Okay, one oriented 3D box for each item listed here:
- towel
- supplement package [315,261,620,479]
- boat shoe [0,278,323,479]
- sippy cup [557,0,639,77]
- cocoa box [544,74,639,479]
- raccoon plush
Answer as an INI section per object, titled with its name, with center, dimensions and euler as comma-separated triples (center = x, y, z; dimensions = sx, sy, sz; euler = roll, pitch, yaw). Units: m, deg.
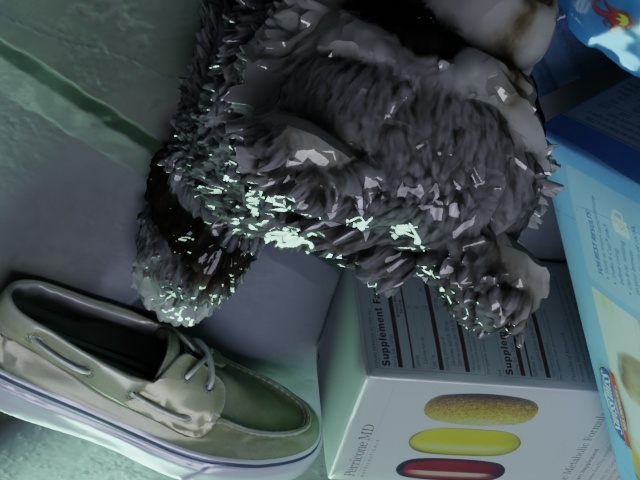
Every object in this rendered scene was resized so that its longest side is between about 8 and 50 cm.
[towel]
center = 0.156, -0.133, 0.805
dimensions = 0.119, 0.029, 0.067
euler = -22, 134, 16
[supplement package]
center = 0.130, 0.105, 0.972
dimensions = 0.244, 0.134, 0.139
euler = 5, 135, -11
[boat shoe]
center = -0.128, 0.117, 0.977
dimensions = 0.302, 0.109, 0.094
euler = 17, 129, -19
[sippy cup]
center = 0.228, -0.198, 0.621
dimensions = 0.240, 0.305, 0.224
euler = -20, 155, -28
[cocoa box]
center = 0.316, 0.057, 0.767
dimensions = 0.228, 0.231, 0.347
euler = -28, 121, -13
[raccoon plush]
center = 0.000, 0.000, 0.710
dimensions = 0.216, 0.299, 0.446
euler = 14, 133, -8
